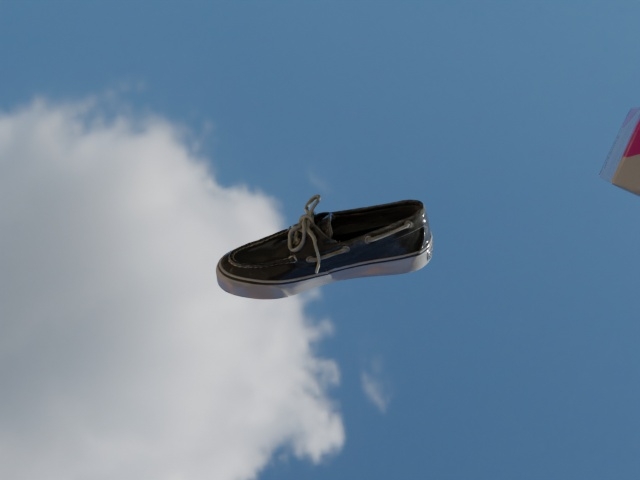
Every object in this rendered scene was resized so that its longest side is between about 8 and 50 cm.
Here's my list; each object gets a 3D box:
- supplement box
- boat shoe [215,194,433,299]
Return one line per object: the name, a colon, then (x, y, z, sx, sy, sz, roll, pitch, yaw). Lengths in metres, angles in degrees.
supplement box: (0.450, -0.108, 1.917, 0.114, 0.111, 0.220, 25, -172, 6)
boat shoe: (0.000, 0.003, 1.993, 0.306, 0.105, 0.113, -6, -141, 7)
